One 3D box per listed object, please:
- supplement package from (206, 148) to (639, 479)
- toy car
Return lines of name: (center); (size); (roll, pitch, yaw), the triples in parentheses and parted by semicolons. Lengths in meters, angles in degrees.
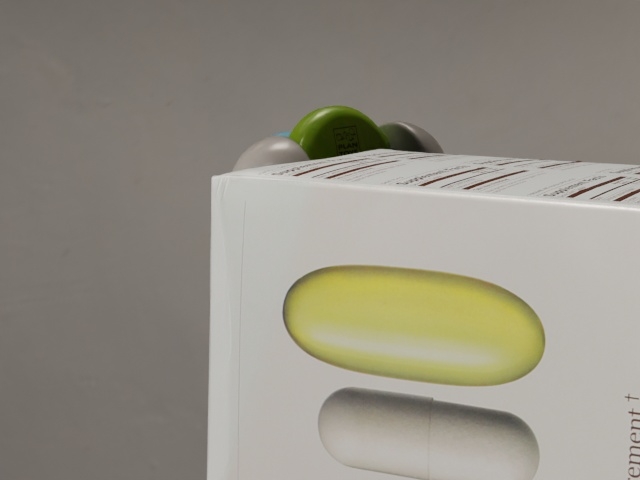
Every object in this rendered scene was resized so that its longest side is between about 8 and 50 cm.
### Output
supplement package: (0.078, 0.069, 0.622); (0.203, 0.149, 0.194); (5, 99, 28)
toy car: (0.000, 0.000, 1.107); (0.136, 0.159, 0.182); (4, 103, 54)
